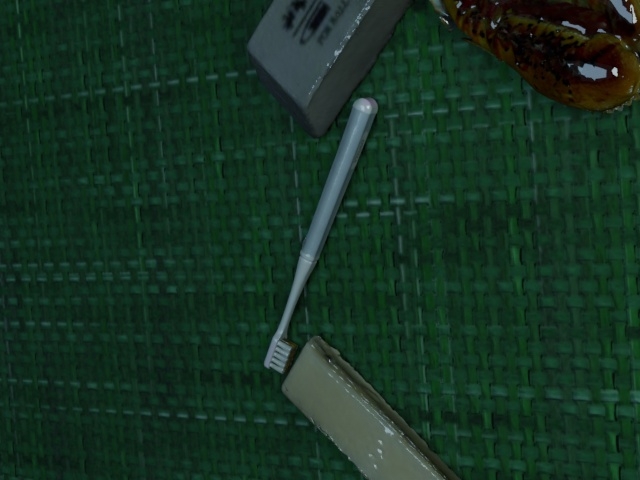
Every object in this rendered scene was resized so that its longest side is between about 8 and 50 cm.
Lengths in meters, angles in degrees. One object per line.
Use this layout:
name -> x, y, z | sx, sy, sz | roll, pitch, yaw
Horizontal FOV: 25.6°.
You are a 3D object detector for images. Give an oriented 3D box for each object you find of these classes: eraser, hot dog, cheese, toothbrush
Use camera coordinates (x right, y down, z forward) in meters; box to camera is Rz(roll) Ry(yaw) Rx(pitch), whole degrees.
eraser -> 0.033, -0.269, 1.483 | 0.111, 0.077, 0.352 | 47, 121, 22
hot dog -> 0.214, -0.231, 1.349 | 0.270, 0.082, 0.163 | 37, 114, 29
cheese -> 0.104, 0.260, 1.522 | 0.400, 0.034, 0.085 | 43, 114, 25
toothbrush -> -0.002, -0.001, 1.573 | 0.030, 0.025, 0.342 | 28, 112, 24
